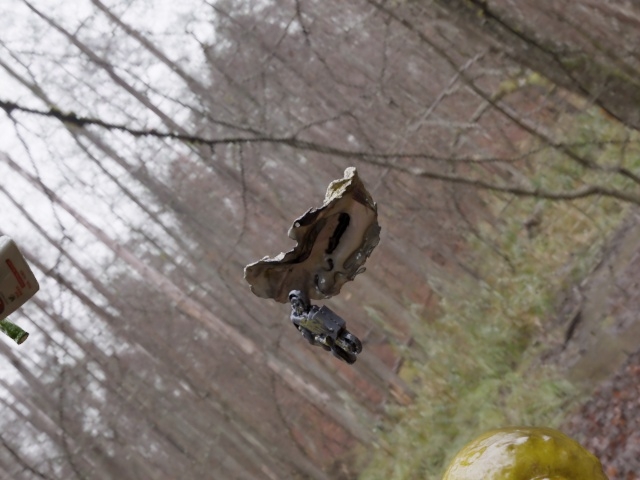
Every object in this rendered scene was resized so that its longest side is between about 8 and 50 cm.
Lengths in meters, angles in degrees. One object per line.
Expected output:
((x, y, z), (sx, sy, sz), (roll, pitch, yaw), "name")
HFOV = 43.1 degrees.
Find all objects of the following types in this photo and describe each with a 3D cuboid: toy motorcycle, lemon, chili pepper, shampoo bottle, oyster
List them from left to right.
((-0.740, 0.132, 1.713), (0.284, 0.071, 0.153), (-45, -46, -32), "shampoo bottle")
((-0.783, 0.183, 1.976), (0.050, 0.201, 0.052), (-44, -26, -12), "chili pepper")
((-0.001, -0.001, 1.777), (0.238, 0.115, 0.351), (22, -78, -40), "oyster")
((0.002, 0.184, 1.681), (0.061, 0.193, 0.124), (-46, -9, -33), "toy motorcycle")
((0.306, 0.420, 1.229), (0.285, 0.285, 0.316), (-43, -29, -44), "lemon")
